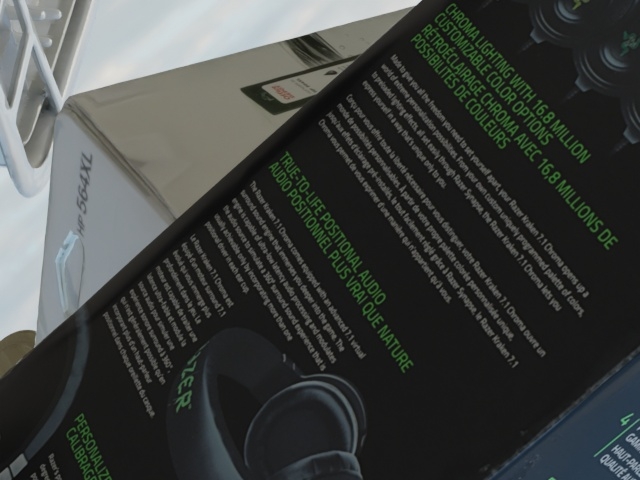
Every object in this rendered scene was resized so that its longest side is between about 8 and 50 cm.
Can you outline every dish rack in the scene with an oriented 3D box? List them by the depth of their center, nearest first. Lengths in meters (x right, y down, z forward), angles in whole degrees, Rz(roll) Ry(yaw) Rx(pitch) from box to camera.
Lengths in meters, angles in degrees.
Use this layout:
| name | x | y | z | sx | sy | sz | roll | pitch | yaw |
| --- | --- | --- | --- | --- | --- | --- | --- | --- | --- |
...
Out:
| name | x | y | z | sx | sy | sz | roll | pitch | yaw |
| --- | --- | --- | --- | --- | --- | --- | --- | --- | --- |
| dish rack | -0.193 | -0.225 | 0.999 | 0.072 | 0.285 | 0.333 | 5 | -126 | 9 |

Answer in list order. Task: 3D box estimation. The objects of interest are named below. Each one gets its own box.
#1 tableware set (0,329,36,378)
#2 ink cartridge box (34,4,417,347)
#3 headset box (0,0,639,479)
| name | x | y | z | sx | sy | sz | roll | pitch | yaw |
| --- | --- | --- | --- | --- | --- | --- | --- | --- | --- |
| tableware set | -0.170 | 0.147 | 0.905 | 0.128 | 0.039 | 0.194 | 4 | -102 | 44 |
| ink cartridge box | 0.000 | 0.000 | 0.644 | 0.203 | 0.086 | 0.148 | -20 | 140 | -32 |
| headset box | 0.070 | 0.067 | 0.460 | 0.283 | 0.246 | 0.131 | -42 | -134 | 9 |
